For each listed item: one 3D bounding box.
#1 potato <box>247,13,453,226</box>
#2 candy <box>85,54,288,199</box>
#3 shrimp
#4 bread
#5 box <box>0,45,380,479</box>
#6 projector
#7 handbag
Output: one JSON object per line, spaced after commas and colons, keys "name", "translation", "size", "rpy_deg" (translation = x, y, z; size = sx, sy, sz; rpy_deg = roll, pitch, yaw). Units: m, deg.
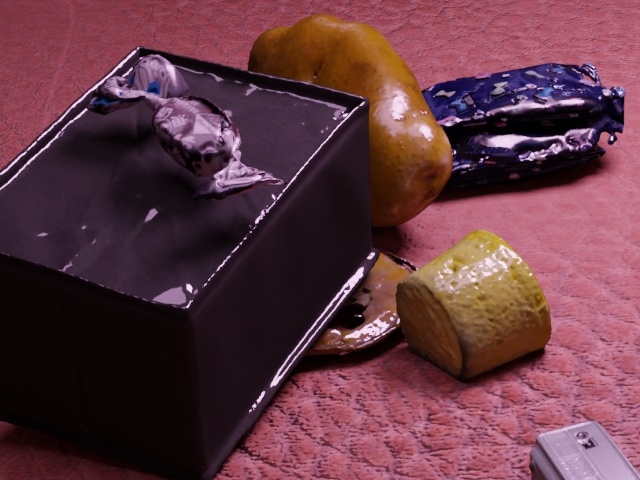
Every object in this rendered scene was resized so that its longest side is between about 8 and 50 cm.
{"name": "potato", "translation": [0.036, -0.133, 1.687], "size": [0.195, 0.176, 0.369], "rpy_deg": [-48, 37, 3]}
{"name": "candy", "translation": [-0.116, -0.089, 1.263], "size": [0.094, 0.051, 0.226], "rpy_deg": [-36, 47, -20]}
{"name": "shrimp", "translation": [-0.017, 0.070, 1.458], "size": [0.253, 0.058, 0.173], "rpy_deg": [-15, 34, -14]}
{"name": "bread", "translation": [0.142, 0.057, 1.384], "size": [0.114, 0.111, 0.129], "rpy_deg": [-29, 28, -23]}
{"name": "box", "translation": [-0.131, 0.009, 1.342], "size": [0.251, 0.204, 0.345], "rpy_deg": [15, 43, 22]}
{"name": "projector", "translation": [0.193, 0.212, 1.027], "size": [0.061, 0.115, 0.147], "rpy_deg": [-13, 26, -7]}
{"name": "handbag", "translation": [0.223, -0.134, 1.747], "size": [0.260, 0.113, 0.162], "rpy_deg": [-9, 19, 0]}
